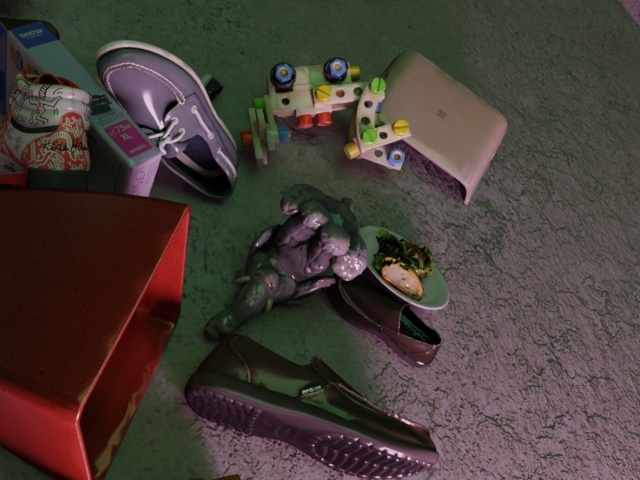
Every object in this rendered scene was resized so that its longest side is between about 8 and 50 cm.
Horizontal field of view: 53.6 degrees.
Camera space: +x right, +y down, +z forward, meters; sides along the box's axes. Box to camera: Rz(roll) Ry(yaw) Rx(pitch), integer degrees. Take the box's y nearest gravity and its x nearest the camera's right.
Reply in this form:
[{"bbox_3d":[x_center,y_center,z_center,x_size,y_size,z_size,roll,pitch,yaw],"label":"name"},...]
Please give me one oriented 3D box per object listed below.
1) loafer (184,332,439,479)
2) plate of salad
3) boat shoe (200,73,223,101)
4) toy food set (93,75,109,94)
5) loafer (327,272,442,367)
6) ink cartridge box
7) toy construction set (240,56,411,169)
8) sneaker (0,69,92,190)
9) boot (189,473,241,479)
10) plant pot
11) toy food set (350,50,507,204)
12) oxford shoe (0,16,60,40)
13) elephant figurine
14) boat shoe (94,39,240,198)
[{"bbox_3d":[0.004,0.220,0.873,0.365,0.134,0.130,25,51,-12],"label":"loafer"},{"bbox_3d":[0.149,0.037,1.100,0.199,0.048,0.200,27,30,-17],"label":"plate of salad"},{"bbox_3d":[-0.214,-0.248,1.130,0.040,0.049,0.142,29,48,-9],"label":"boat shoe"},{"bbox_3d":[-0.358,-0.247,1.069,0.082,0.020,0.083,0,60,-27],"label":"toy food set"},{"bbox_3d":[0.112,0.116,1.037,0.220,0.078,0.080,35,49,-3],"label":"loafer"},{"bbox_3d":[-0.362,-0.169,0.906,0.311,0.186,0.065,45,51,6],"label":"ink cartridge box"},{"bbox_3d":[0.000,-0.226,1.176,0.327,0.151,0.215,-7,87,-22],"label":"toy construction set"},{"bbox_3d":[-0.375,-0.140,0.822,0.090,0.270,0.145,0,97,-45],"label":"sneaker"},{"bbox_3d":[-0.157,0.408,0.697,0.220,0.109,0.284,0,52,-33],"label":"boot"},{"bbox_3d":[-0.315,0.093,0.724,0.235,0.267,0.267,19,51,-2],"label":"plant pot"},{"bbox_3d":[0.238,-0.244,1.354,0.306,0.092,0.220,35,61,-1],"label":"toy food set"},{"bbox_3d":[-0.518,-0.324,0.989,0.227,0.096,0.083,-21,69,-38],"label":"oxford shoe"},{"bbox_3d":[-0.056,0.037,0.971,0.186,0.239,0.169,25,28,-45],"label":"elephant figurine"},{"bbox_3d":[-0.211,-0.166,0.939,0.116,0.319,0.099,-19,61,12],"label":"boat shoe"}]
